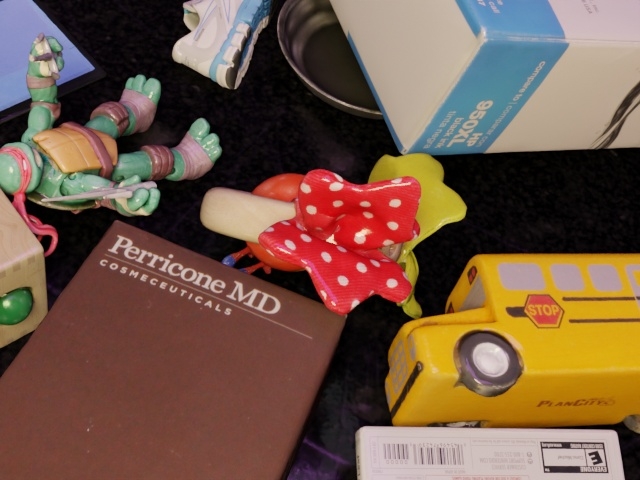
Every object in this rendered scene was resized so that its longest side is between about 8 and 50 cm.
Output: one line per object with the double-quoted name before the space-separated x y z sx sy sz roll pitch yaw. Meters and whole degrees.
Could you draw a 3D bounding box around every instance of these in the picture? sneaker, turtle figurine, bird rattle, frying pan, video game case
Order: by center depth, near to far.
"video game case" 0.134 0.236 0.720 0.212 0.023 0.193 3 65 -12
"bird rattle" 0.000 0.000 0.771 0.206 0.143 0.253 10 10 25
"turtle figurine" -0.191 -0.079 0.794 0.175 0.118 0.234 55 29 5
"sneaker" -0.093 -0.239 0.988 0.082 0.071 0.191 18 53 6
"frying pan" 0.012 -0.241 1.021 0.197 0.053 0.326 -28 65 -30

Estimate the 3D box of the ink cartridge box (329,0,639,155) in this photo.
"ink cartridge box" 0.226 -0.244 0.971 0.394 0.166 0.285 -4 57 -28

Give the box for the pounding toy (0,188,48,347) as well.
"pounding toy" -0.267 0.024 0.721 0.100 0.130 0.141 -30 67 -29

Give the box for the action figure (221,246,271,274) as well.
"action figure" -0.095 0.042 0.814 0.115 0.030 0.038 -28 62 -31

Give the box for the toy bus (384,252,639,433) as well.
"toy bus" 0.219 0.084 0.811 0.332 0.108 0.130 0 56 -14

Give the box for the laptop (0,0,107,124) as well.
"laptop" -0.362 -0.233 0.873 0.234 0.264 0.136 -32 32 -31

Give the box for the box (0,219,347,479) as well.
"box" -0.135 0.182 0.614 0.191 0.143 0.381 21 45 4
